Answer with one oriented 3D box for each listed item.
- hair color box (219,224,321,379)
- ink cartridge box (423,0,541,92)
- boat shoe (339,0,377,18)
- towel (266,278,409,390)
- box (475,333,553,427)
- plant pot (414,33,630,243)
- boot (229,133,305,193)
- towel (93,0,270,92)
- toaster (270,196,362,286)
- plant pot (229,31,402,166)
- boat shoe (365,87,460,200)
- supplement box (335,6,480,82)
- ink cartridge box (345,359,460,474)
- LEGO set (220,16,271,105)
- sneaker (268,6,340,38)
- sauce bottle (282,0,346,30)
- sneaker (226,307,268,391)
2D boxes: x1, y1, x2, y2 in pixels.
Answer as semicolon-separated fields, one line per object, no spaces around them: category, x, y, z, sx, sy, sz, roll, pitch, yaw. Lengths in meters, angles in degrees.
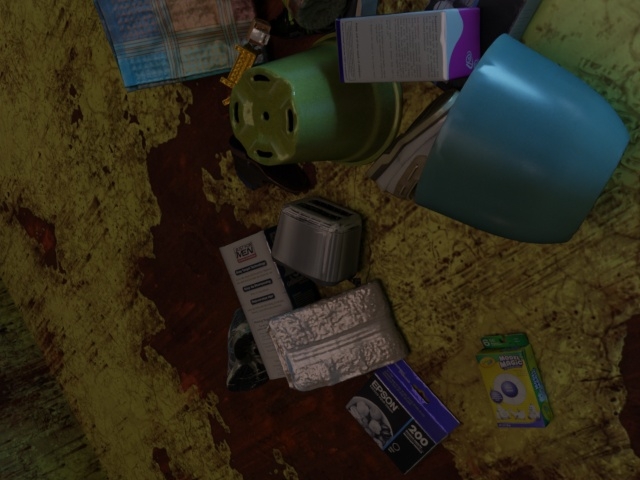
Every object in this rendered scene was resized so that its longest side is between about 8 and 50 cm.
hair color box;-0.096;0.145;1.642;0.174;0.105;0.347;-19;92;42
ink cartridge box;0.272;-0.403;1.134;0.165;0.065;0.332;42;128;24
boat shoe;0.073;-0.492;1.271;0.065;0.075;0.206;28;127;29
towel;0.032;0.214;1.509;0.282;0.049;0.187;-22;92;14
box;0.367;0.268;1.314;0.105;0.043;0.179;-15;94;44
plant pot;0.318;-0.130;1.051;0.235;0.293;0.293;30;125;14
boot;-0.122;-0.156;1.594;0.219;0.082;0.106;39;150;20
towel;-0.313;-0.486;1.511;0.370;0.040;0.271;-6;116;17
toaster;0.000;0.000;1.487;0.227;0.129;0.146;25;119;34
plant pot;-0.026;-0.254;1.325;0.276;0.254;0.276;17;117;37
boat shoe;0.194;-0.167;1.248;0.103;0.113;0.302;42;154;-3
supplement box;0.146;-0.327;1.156;0.220;0.111;0.114;9;112;41
ink cartridge box;0.177;0.388;1.531;0.206;0.045;0.208;47;130;20
LEGO set;-0.139;-0.345;1.486;0.132;0.107;0.287;0;123;15
sneaker;-0.033;-0.443;1.382;0.188;0.078;0.067;-5;102;41
sauce bottle;-0.068;-0.555;1.326;0.111;0.111;0.344;-53;54;40
sneaker;-0.195;0.289;1.810;0.122;0.110;0.283;-112;26;-43
